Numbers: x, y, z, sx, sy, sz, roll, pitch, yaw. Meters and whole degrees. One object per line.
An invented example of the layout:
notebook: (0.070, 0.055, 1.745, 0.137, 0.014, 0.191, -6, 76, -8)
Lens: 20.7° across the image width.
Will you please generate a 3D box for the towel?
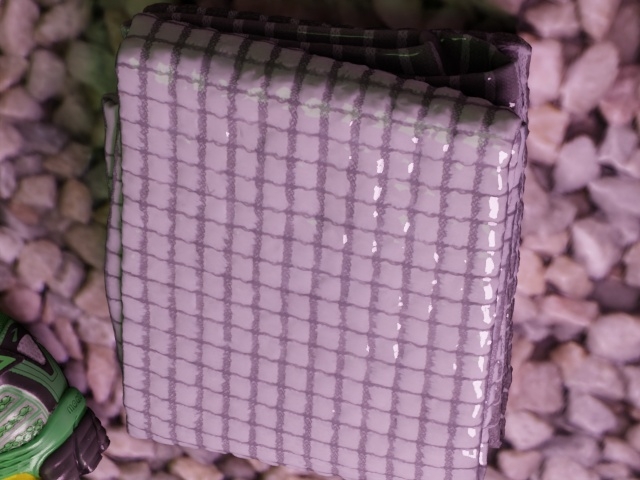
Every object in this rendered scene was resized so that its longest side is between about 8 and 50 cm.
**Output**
towel: (0.000, 0.000, 0.997, 0.235, 0.121, 0.283, 11, 125, 15)

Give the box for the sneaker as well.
sneaker: (-0.316, 0.136, 1.201, 0.344, 0.134, 0.146, -21, 105, 19)
